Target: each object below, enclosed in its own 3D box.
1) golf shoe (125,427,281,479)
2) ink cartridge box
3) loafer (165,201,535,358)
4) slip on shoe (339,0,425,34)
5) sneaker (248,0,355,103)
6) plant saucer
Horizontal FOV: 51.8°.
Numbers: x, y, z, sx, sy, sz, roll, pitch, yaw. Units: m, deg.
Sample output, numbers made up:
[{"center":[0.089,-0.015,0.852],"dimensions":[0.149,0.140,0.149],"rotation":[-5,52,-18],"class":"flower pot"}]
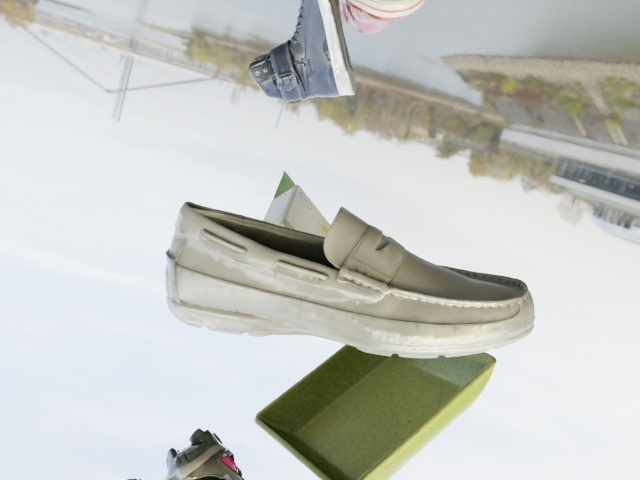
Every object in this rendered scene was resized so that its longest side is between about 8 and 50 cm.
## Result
[{"center":[-0.050,0.224,0.432],"dimensions":[0.120,0.105,0.273],"rotation":[48,170,29],"class":"golf shoe"},{"center":[0.000,0.000,0.894],"dimensions":[0.171,0.056,0.235],"rotation":[51,-156,-19],"class":"ink cartridge box"},{"center":[0.023,0.028,0.564],"dimensions":[0.320,0.111,0.112],"rotation":[5,-166,3],"class":"loafer"},{"center":[0.088,-0.376,1.035],"dimensions":[0.123,0.101,0.331],"rotation":[-19,-154,-5],"class":"slip on shoe"},{"center":[-0.045,-0.326,1.037],"dimensions":[0.163,0.226,0.086],"rotation":[-6,-155,15],"class":"sneaker"},{"center":[0.053,0.162,0.644],"dimensions":[0.188,0.045,0.188],"rotation":[-35,-159,-21],"class":"plant saucer"}]
